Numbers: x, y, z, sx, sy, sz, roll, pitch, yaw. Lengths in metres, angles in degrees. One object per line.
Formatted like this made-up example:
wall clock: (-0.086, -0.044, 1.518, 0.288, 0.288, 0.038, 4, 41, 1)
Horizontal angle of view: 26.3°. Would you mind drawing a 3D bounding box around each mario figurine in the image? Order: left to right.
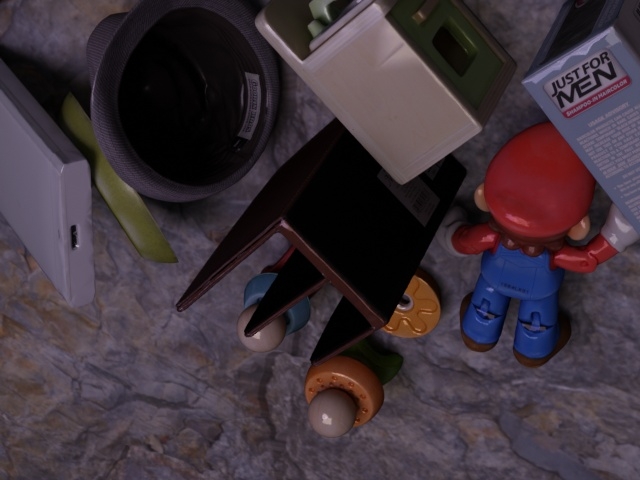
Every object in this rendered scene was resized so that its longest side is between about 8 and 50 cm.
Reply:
mario figurine: (0.246, -0.012, 1.533, 0.198, 0.170, 0.320, -9, 138, -13)

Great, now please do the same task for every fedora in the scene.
fedora: (-0.173, -0.175, 1.535, 0.124, 0.243, 0.275, 25, 170, 43)

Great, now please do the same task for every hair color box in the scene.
hair color box: (0.371, -0.080, 1.361, 0.114, 0.185, 0.374, -29, 107, 37)

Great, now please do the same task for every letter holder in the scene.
letter holder: (0.000, 0.000, 1.505, 0.152, 0.302, 0.214, 45, 128, -10)

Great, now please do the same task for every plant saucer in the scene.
plant saucer: (-0.248, -0.066, 1.634, 0.037, 0.241, 0.241, -32, 111, -8)

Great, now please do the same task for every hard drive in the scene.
hard drive: (-0.355, -0.085, 1.658, 0.307, 0.040, 0.203, 44, 141, 42)

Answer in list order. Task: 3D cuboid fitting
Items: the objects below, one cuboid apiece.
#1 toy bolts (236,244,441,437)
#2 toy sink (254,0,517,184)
toy bolts: (0.012, 0.110, 1.667, 0.228, 0.158, 0.218, 39, 129, -5)
toy sink: (0.075, -0.206, 1.430, 0.234, 0.153, 0.131, 47, 128, -10)
